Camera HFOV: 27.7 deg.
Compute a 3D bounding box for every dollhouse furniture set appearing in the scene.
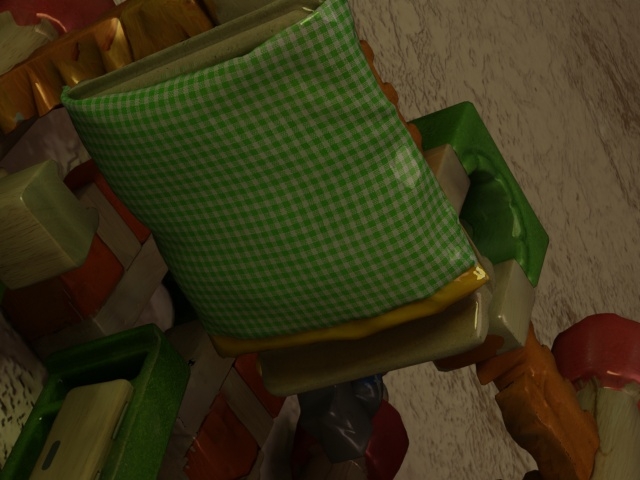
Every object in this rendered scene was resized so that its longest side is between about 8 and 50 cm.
[{"bbox_3d":[-0.087,0.039,0.627,0.197,0.301,0.151,55,33,-29],"label":"dollhouse furniture set"}]

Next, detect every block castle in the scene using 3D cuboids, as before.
[{"bbox_3d":[0.000,0.000,0.815,0.453,0.303,0.213,56,33,-22],"label":"block castle"}]
